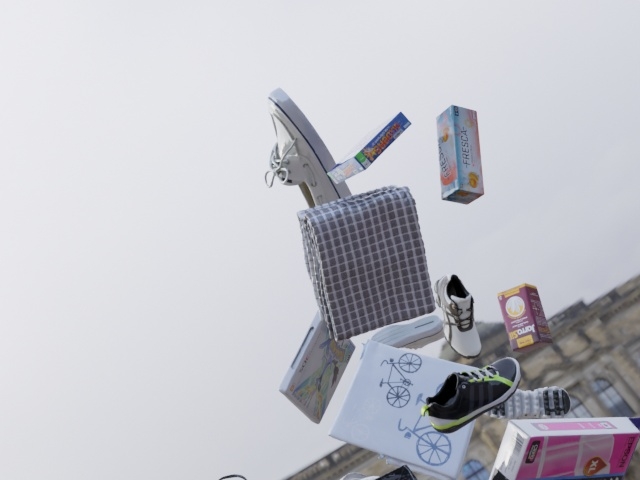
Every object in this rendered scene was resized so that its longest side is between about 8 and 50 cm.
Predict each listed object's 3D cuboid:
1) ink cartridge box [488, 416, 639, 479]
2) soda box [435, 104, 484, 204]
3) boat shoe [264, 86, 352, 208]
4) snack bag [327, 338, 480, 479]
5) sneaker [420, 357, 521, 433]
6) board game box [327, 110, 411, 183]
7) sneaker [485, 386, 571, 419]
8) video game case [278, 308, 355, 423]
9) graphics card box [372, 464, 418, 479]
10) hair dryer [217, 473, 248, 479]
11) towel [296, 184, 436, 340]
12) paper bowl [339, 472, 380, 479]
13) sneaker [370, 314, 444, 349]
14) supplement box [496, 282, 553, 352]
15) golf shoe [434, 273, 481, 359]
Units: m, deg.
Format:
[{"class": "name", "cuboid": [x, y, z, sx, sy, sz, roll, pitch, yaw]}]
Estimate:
[{"class": "ink cartridge box", "cuboid": [0.477, 0.419, 1.369, 0.371, 0.069, 0.176, 6, -74, -31]}, {"class": "soda box", "cuboid": [0.266, -0.164, 1.412, 0.063, 0.183, 0.058, 9, -23, -24]}, {"class": "boat shoe", "cuboid": [-0.060, -0.172, 1.688, 0.156, 0.136, 0.367, -36, -46, -4]}, {"class": "snack bag", "cuboid": [0.220, 0.421, 1.859, 0.037, 0.342, 0.323, 83, -154, -47]}, {"class": "sneaker", "cuboid": [0.311, 0.304, 1.513, 0.234, 0.084, 0.097, -35, -64, -12]}, {"class": "board game box", "cuboid": [0.094, -0.183, 1.490, 0.136, 0.035, 0.201, -45, 7, -12]}, {"class": "sneaker", "cuboid": [0.565, 0.472, 2.136, 0.292, 0.110, 0.118, 6, -19, 5]}, {"class": "video game case", "cuboid": [-0.002, 0.409, 2.387, 0.300, 0.036, 0.329, -62, -30, -20]}, {"class": "graphics card box", "cuboid": [0.107, 0.614, 1.363, 0.232, 0.094, 0.371, -22, -59, -13]}, {"class": "hair dryer", "cuboid": [-0.239, 0.703, 1.704, 0.293, 0.223, 0.080, -38, -27, 6]}, {"class": "towel", "cuboid": [0.097, 0.049, 1.481, 0.235, 0.121, 0.284, -18, -78, -18]}, {"class": "paper bowl", "cuboid": [0.144, 0.727, 1.894, 0.148, 0.284, 0.284, -45, -32, 18]}, {"class": "sneaker", "cuboid": [0.293, 0.328, 2.443, 0.258, 0.094, 0.091, -17, -53, 21]}, {"class": "supplement box", "cuboid": [0.622, 0.237, 2.250, 0.104, 0.188, 0.081, -28, -29, 36]}, {"class": "golf shoe", "cuboid": [0.309, 0.167, 1.643, 0.077, 0.198, 0.094, -17, -18, -13]}]
